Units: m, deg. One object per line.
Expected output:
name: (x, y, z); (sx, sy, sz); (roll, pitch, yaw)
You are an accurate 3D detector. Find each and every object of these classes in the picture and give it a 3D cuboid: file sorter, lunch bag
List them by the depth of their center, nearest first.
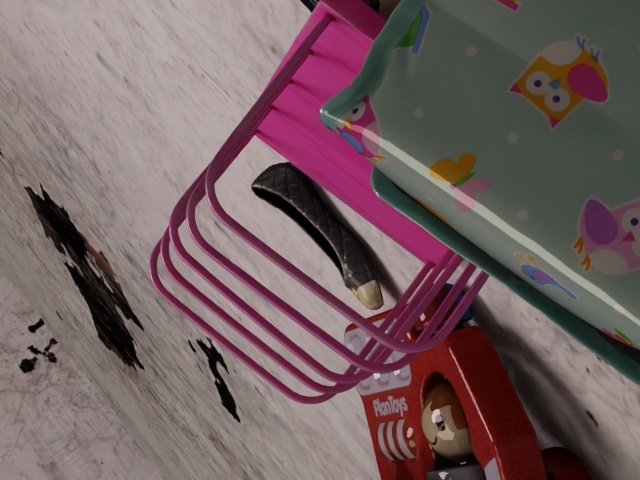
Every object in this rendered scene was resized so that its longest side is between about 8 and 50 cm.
lunch bag: (0.141, -0.038, 0.818); (0.223, 0.160, 0.262); (36, -177, 11)
file sorter: (0.008, -0.010, 1.156); (0.202, 0.182, 0.290); (37, 163, -3)

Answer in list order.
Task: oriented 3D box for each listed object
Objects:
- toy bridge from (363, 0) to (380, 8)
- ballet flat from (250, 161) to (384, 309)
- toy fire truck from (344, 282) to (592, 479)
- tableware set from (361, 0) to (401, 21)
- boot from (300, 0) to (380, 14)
toy bridge: (-0.009, -0.251, 1.129); (0.188, 0.026, 0.063); (54, 160, 10)
ballet flat: (0.000, 0.000, 1.504); (0.173, 0.049, 0.057); (51, 163, 16)
toy fire truck: (0.103, 0.170, 1.382); (0.302, 0.169, 0.254); (147, 109, -72)
tableware set: (0.035, -0.191, 1.071); (0.168, 0.020, 0.141); (37, 146, 30)
boot: (0.010, -0.165, 1.199); (0.099, 0.045, 0.121); (49, 154, 17)
